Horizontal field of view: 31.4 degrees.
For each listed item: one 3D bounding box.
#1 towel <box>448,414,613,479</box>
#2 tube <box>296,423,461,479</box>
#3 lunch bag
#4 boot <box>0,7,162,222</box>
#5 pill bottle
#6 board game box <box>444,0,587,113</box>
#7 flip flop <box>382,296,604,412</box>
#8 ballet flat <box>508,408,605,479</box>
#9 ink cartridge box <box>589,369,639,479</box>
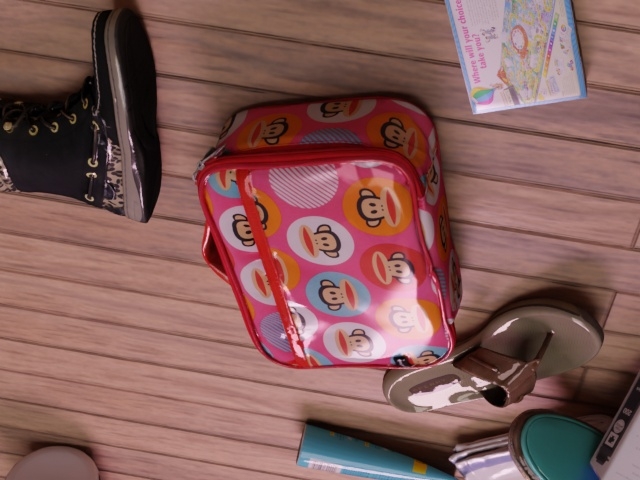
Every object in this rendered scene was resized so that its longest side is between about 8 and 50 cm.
[{"bbox_3d":[0.311,0.322,1.426,0.209,0.034,0.285,-18,129,23],"label":"towel"},{"bbox_3d":[0.074,0.279,1.419,0.207,0.052,0.080,14,175,-2],"label":"tube"},{"bbox_3d":[0.000,0.000,1.134,0.258,0.120,0.293,-1,131,19],"label":"lunch bag"},{"bbox_3d":[-0.249,-0.120,1.088,0.178,0.085,0.236,8,135,7],"label":"boot"},{"bbox_3d":[-0.353,0.406,1.578,0.130,0.130,0.246,5,135,7],"label":"pill bottle"},{"bbox_3d":[0.167,-0.184,0.979,0.103,0.026,0.154,-6,131,17],"label":"board game box"},{"bbox_3d":[0.185,0.146,1.250,0.277,0.080,0.112,-24,124,30],"label":"flip flop"},{"bbox_3d":[0.320,0.283,1.301,0.316,0.108,0.106,29,158,-17],"label":"ballet flat"},{"bbox_3d":[0.403,0.251,1.247,0.206,0.045,0.208,30,89,-16],"label":"ink cartridge box"}]
